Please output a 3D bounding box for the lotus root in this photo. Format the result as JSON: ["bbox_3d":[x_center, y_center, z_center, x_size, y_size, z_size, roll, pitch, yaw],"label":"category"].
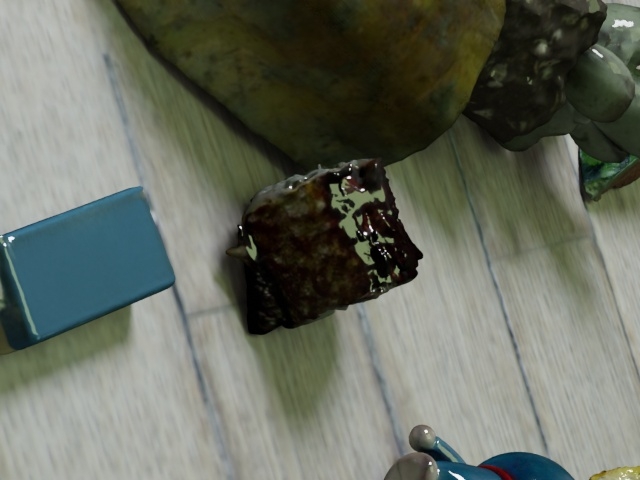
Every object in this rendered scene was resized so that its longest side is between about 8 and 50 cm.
[{"bbox_3d":[-0.013,-0.218,1.144,0.260,0.149,0.267,39,41,-40],"label":"lotus root"}]

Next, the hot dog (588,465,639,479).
[{"bbox_3d":[0.175,0.208,1.272,0.169,0.061,0.078,-36,97,-30],"label":"hot dog"}]

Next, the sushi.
[{"bbox_3d":[0.002,-0.001,1.114,0.094,0.098,0.084,-44,116,-75],"label":"sushi"}]

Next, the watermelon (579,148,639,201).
[{"bbox_3d":[0.254,-0.082,1.531,0.155,0.101,0.080,-25,106,-48],"label":"watermelon"}]

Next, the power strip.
[{"bbox_3d":[-0.124,0.014,0.960,0.123,0.032,0.056,-24,94,-57],"label":"power strip"}]

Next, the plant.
[{"bbox_3d":[0.155,-0.127,1.335,0.274,0.149,0.146,28,27,-46],"label":"plant"}]

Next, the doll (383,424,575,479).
[{"bbox_3d":[0.106,0.169,1.178,0.152,0.085,0.114,14,51,-41],"label":"doll"}]
